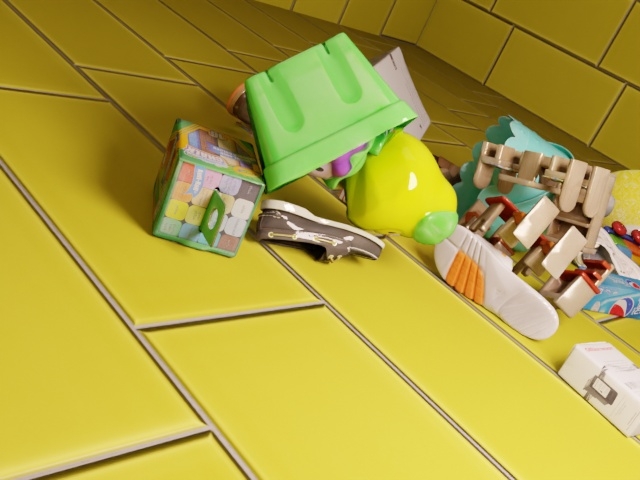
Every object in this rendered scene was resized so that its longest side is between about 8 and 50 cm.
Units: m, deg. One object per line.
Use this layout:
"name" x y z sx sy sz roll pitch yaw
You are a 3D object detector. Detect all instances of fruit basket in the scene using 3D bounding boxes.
"fruit basket" 0.046 -0.122 1.233 0.392 0.283 0.392 63 -3 6

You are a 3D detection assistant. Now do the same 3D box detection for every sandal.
"sandal" 0.317 0.077 1.351 0.265 0.102 0.076 43 26 19

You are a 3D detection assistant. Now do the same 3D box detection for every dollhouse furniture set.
"dollhouse furniture set" 0.437 -0.076 1.431 0.242 0.161 0.212 8 10 -38
"dollhouse furniture set" 0.410 0.010 1.405 0.259 0.135 0.262 44 -9 -11

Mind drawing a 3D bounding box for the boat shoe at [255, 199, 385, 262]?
"boat shoe" 0.000 0.000 1.223 0.227 0.069 0.081 19 -14 -23

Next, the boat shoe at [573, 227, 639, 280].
"boat shoe" 0.643 0.026 1.777 0.096 0.098 0.277 8 30 -38

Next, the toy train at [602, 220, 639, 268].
"toy train" 0.800 0.055 1.896 0.248 0.105 0.143 17 39 -34

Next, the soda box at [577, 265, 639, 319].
"soda box" 0.629 0.115 1.608 0.210 0.067 0.071 11 27 -30

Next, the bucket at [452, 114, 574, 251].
"bucket" 0.425 -0.121 1.667 0.183 0.281 0.281 27 22 -7

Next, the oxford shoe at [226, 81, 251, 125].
"oxford shoe" -0.050 -0.278 1.689 0.363 0.130 0.133 1 41 -48

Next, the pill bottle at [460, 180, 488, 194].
"pill bottle" 0.401 -0.105 1.835 0.137 0.078 0.078 31 23 8

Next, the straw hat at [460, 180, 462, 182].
"straw hat" 0.392 -0.144 1.936 0.144 0.061 0.144 22 23 -10

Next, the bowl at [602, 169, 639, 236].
"bowl" 0.865 -0.047 2.045 0.289 0.289 0.156 24 66 -4

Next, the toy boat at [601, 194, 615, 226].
"toy boat" 0.657 -0.134 2.050 0.267 0.148 0.318 -6 39 -38

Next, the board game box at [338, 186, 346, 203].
"board game box" 0.152 -0.067 1.545 0.193 0.045 0.147 -4 36 -49

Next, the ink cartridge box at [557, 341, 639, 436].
"ink cartridge box" 0.475 0.235 1.200 0.109 0.063 0.150 4 30 -40

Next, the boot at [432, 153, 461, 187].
"boot" 0.218 -0.167 1.817 0.207 0.090 0.248 21 22 22

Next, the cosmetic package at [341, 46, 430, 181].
"cosmetic package" 0.119 -0.289 1.698 0.217 0.156 0.385 63 23 -16

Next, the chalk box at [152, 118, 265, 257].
"chalk box" -0.170 -0.069 1.111 0.132 0.132 0.213 17 23 -19

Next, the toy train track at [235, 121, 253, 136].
"toy train track" -0.153 -0.246 1.659 0.083 0.014 0.048 34 24 22
